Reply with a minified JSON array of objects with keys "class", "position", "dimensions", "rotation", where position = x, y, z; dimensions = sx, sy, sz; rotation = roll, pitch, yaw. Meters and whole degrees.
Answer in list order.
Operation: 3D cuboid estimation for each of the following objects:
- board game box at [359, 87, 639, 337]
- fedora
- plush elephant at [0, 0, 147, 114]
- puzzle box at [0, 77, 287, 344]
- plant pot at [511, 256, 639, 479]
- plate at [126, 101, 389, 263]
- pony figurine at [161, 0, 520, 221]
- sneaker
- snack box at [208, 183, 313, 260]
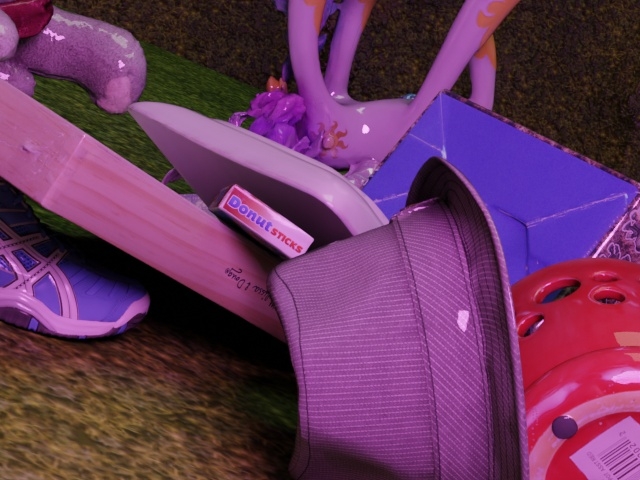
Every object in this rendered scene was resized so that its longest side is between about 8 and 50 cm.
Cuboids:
[{"class":"board game box","position":[0.195,0.043,1.219],"dimensions":[0.232,0.141,0.291],"rotation":[34,-9,44]},{"class":"fedora","position":[0.035,0.075,0.878],"dimensions":[0.124,0.244,0.275],"rotation":[-6,7,-3]},{"class":"plush elephant","position":[-0.314,-0.206,1.172],"dimensions":[0.330,0.272,0.255],"rotation":[10,32,1]},{"class":"puzzle box","position":[-0.148,-0.031,1.067],"dimensions":[0.272,0.052,0.409],"rotation":[32,-2,35]},{"class":"plant pot","position":[0.187,0.126,0.957],"dimensions":[0.191,0.191,0.174],"rotation":[23,19,-4]},{"class":"plate","position":[0.000,0.000,1.158],"dimensions":[0.277,0.045,0.278],"rotation":[28,-17,48]},{"class":"pony figurine","position":[0.018,-0.099,1.440],"dimensions":[0.351,0.363,0.303],"rotation":[7,19,-4]},{"class":"sneaker","position":[-0.207,0.004,0.969],"dimensions":[0.211,0.081,0.080],"rotation":[21,9,-21]},{"class":"snack box","position":[-0.045,-0.012,1.023],"dimensions":[0.064,0.022,0.178],"rotation":[36,-3,-6]}]
